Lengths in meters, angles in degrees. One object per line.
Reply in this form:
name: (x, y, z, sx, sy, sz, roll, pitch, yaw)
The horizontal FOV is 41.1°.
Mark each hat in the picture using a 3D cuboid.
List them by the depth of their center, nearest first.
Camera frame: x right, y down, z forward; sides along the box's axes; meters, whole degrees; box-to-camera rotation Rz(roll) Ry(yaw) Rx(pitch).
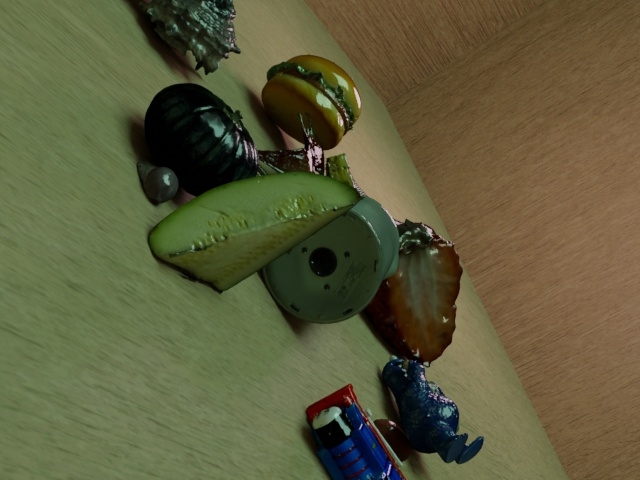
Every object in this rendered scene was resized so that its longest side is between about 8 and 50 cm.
hat: (-0.225, -0.091, 1.212, 0.058, 0.042, 0.087, 50, 16, -34)

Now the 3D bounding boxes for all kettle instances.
kettle: (0.003, 0.016, 1.544, 0.318, 0.264, 0.205, -33, 123, -76)

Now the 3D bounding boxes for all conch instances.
conch: (-0.264, -0.452, 1.624, 0.241, 0.186, 0.313, -73, 151, -59)

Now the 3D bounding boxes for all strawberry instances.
strawberry: (0.192, 0.124, 1.945, 0.265, 0.149, 0.336, -31, 117, -35)

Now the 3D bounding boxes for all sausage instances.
sausage: (0.115, 0.341, 1.451, 0.054, 0.059, 0.094, 3, -40, 51)

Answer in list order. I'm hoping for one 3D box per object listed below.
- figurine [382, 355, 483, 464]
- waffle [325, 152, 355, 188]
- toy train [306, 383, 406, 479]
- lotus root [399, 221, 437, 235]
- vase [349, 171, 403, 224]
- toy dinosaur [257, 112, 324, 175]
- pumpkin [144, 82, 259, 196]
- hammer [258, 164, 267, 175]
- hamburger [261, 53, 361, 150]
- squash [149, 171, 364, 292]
figurine: (0.196, 0.331, 1.661, 0.164, 0.120, 0.262, 47, 3, -38)
waffle: (0.060, -0.090, 2.059, 0.160, 0.055, 0.211, 100, -25, -84)
toy train: (0.058, 0.324, 1.244, 0.204, 0.082, 0.131, 58, 16, -1)
lotus root: (0.217, 0.055, 2.138, 0.291, 0.193, 0.193, -4, 62, -58)
vase: (0.113, -0.083, 2.248, 0.237, 0.115, 0.115, 46, 18, -25)
toy dinosaur: (-0.055, -0.187, 1.928, 0.327, 0.112, 0.207, -75, 159, -57)
pumpkin: (-0.176, -0.151, 1.295, 0.202, 0.140, 0.202, 47, 12, -13)
hammer: (-0.055, -0.060, 1.745, 0.292, 0.058, 0.029, 50, 15, -12)
hamburger: (-0.013, -0.342, 2.028, 0.246, 0.170, 0.246, 32, -21, 14)
squash: (-0.088, -0.046, 1.158, 0.169, 0.252, 0.093, 35, 26, -58)
